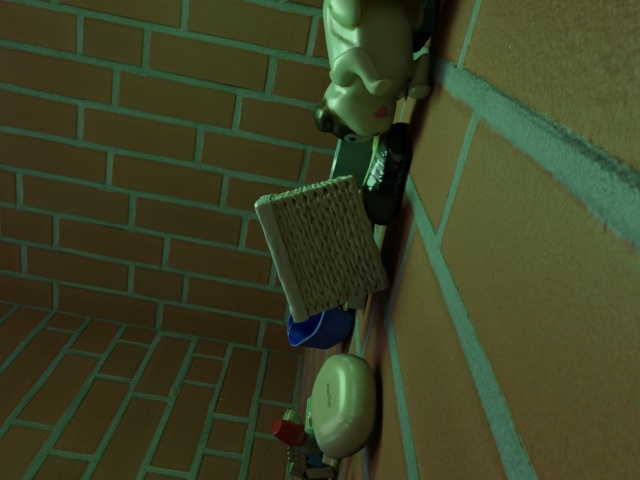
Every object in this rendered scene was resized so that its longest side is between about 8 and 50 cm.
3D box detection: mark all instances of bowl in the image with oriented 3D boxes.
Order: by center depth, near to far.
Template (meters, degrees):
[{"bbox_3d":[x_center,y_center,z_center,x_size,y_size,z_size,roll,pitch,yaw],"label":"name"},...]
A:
[{"bbox_3d":[0.128,-0.276,2.119,0.311,0.163,0.311,-167,90,-87],"label":"bowl"}]

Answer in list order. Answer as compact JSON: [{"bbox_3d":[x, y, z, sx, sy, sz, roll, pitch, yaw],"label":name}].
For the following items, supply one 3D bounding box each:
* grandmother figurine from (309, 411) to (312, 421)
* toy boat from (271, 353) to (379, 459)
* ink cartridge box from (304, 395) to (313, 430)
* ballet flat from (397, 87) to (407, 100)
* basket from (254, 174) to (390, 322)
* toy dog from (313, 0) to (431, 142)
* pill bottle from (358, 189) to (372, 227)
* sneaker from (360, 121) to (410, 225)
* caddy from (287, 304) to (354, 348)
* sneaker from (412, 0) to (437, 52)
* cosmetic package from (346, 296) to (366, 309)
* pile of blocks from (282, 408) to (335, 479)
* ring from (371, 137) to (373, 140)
[{"bbox_3d":[0.032,0.550,1.703,0.342,0.104,0.207,121,127,-71],"label":"grandmother figurine"},{"bbox_3d":[0.028,0.426,1.362,0.318,0.148,0.267,-41,29,29],"label":"toy boat"},{"bbox_3d":[0.040,0.451,1.548,0.235,0.056,0.171,-54,16,30],"label":"ink cartridge box"},{"bbox_3d":[0.184,-0.566,1.795,0.316,0.108,0.106,48,127,33],"label":"ballet flat"},{"bbox_3d":[0.000,0.000,1.519,0.328,0.267,0.331,-107,-3,-83],"label":"basket"},{"bbox_3d":[0.103,-0.455,1.441,0.395,0.285,0.407,27,121,42],"label":"toy dog"},{"bbox_3d":[0.122,-0.060,1.933,0.119,0.119,0.208,107,173,-65],"label":"pill bottle"},{"bbox_3d":[0.179,-0.187,1.499,0.121,0.111,0.299,125,154,-74],"label":"sneaker"},{"bbox_3d":[-0.018,0.262,2.041,0.341,0.179,0.241,-44,36,52],"label":"caddy"},{"bbox_3d":[0.285,-0.613,1.516,0.098,0.083,0.223,-3,-72,-70],"label":"sneaker"},{"bbox_3d":[0.118,0.140,1.849,0.239,0.060,0.098,-89,13,-75],"label":"cosmetic package"},{"bbox_3d":[-0.029,0.648,1.710,0.112,0.149,0.362,-69,-29,-63],"label":"pile of blocks"},{"bbox_3d":[0.201,-0.368,2.410,0.336,0.032,0.336,-169,90,-86],"label":"ring"}]
